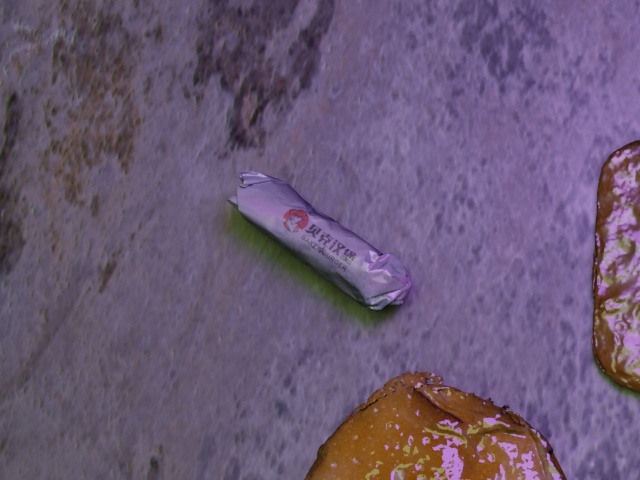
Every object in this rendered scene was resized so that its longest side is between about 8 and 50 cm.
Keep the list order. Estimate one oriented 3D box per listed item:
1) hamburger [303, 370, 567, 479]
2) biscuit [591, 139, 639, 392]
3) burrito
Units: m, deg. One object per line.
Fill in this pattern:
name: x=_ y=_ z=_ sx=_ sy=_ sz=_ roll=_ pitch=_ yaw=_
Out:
hamburger: x=0.093 y=0.247 z=1.046 sx=0.244 sy=0.163 sz=0.244 roll=-6 pitch=65 yaw=12
biscuit: x=0.312 y=0.021 z=1.133 sx=0.118 sy=0.029 sz=0.247 roll=1 pitch=74 yaw=20
burrito: x=0.000 y=0.000 z=1.190 sx=0.203 sy=0.064 sz=0.064 roll=34 pitch=83 yaw=20
